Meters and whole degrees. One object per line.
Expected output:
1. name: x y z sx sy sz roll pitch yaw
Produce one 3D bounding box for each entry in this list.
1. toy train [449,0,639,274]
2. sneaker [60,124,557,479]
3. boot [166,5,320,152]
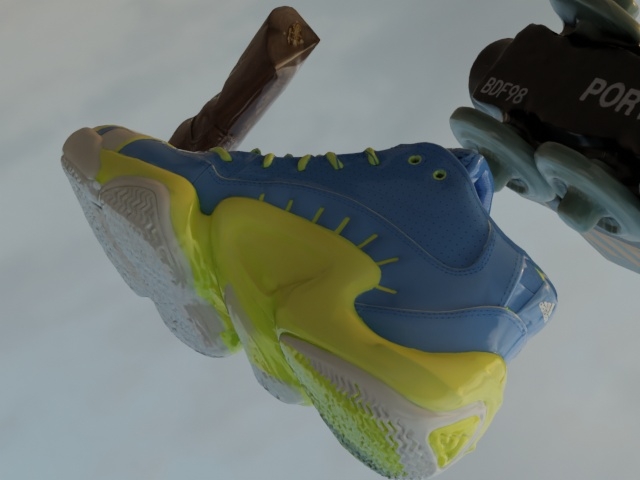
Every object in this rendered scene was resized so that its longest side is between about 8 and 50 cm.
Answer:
1. toy train: 0.211 -0.031 1.031 0.142 0.190 0.334 -52 -148 -7
2. sneaker: 0.000 0.000 0.796 0.126 0.091 0.240 -40 -124 -19
3. boot: -0.045 -0.054 0.914 0.114 0.037 0.106 -44 -156 33
